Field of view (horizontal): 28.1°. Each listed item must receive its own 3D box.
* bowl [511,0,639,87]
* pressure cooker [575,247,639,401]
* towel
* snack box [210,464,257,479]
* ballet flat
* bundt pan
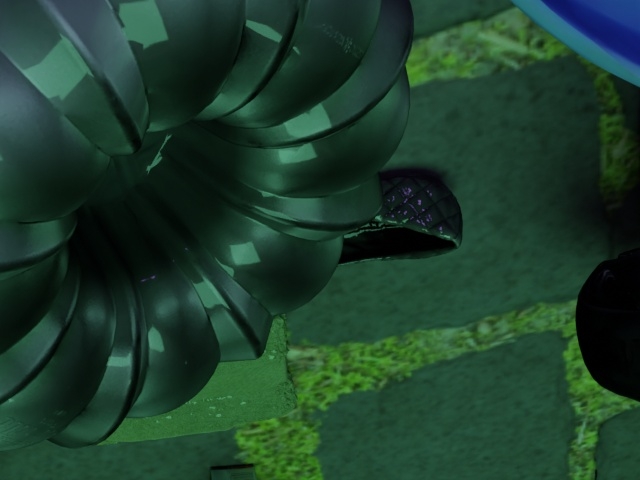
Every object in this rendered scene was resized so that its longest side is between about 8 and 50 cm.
[{"bbox_3d":[0.173,-0.194,0.242,0.391,0.077,0.391,-7,134,-7],"label":"bowl"},{"bbox_3d":[0.342,0.014,0.636,0.420,0.376,0.370,-12,138,-3],"label":"pressure cooker"},{"bbox_3d":[-0.091,0.088,0.843,0.148,0.027,0.110,-9,134,-4],"label":"towel"},{"bbox_3d":[-0.057,0.250,0.927,0.037,0.141,0.100,-4,134,-12],"label":"snack box"},{"bbox_3d":[0.000,0.000,0.765,0.173,0.049,0.057,-16,134,1],"label":"ballet flat"},{"bbox_3d":[-0.087,-0.035,0.562,0.330,0.124,0.331,-31,146,-24],"label":"bundt pan"}]
